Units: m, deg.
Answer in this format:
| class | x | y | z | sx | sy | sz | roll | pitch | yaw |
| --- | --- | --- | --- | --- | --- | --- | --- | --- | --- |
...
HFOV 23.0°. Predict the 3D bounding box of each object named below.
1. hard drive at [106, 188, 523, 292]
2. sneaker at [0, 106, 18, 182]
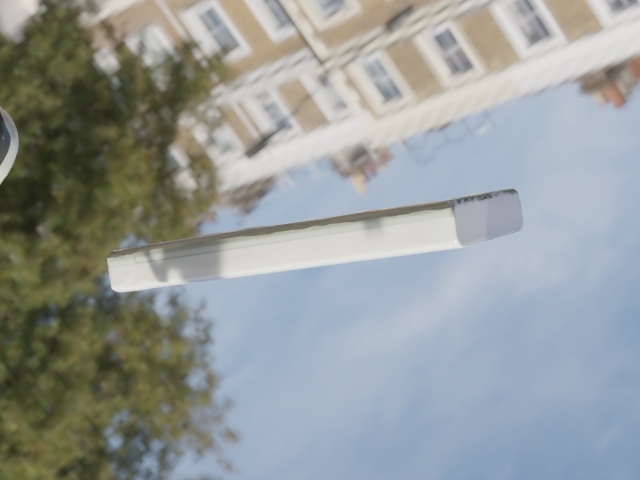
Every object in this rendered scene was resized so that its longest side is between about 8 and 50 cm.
| class | x | y | z | sx | sy | sz | roll | pitch | yaw |
| --- | --- | --- | --- | --- | --- | --- | --- | --- | --- |
| hard drive | 0.000 | 0.000 | 1.354 | 0.307 | 0.040 | 0.203 | -9 | -179 | 22 |
| sneaker | -0.349 | 0.046 | 1.094 | 0.384 | 0.147 | 0.145 | -43 | -126 | 4 |
